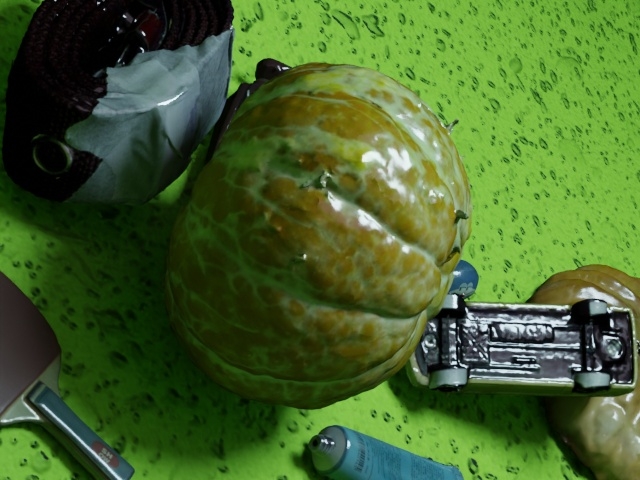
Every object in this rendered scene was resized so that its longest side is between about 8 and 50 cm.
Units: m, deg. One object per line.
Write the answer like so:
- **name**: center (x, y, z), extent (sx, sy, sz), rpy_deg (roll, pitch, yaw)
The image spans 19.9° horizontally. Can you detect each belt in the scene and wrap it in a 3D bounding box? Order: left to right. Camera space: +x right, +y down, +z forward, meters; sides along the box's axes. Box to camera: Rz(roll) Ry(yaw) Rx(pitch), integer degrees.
- **belt**: center (-0.191, -0.141, 1.713), extent (0.184, 0.164, 0.289), rpy_deg (23, 38, 5)

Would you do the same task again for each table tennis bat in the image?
- **table tennis bat**: center (-0.261, 0.110, 1.533), extent (0.274, 0.021, 0.154), rpy_deg (46, 36, -6)

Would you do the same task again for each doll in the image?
- **doll**: center (0.130, 0.054, 1.967), extent (0.076, 0.083, 0.050), rpy_deg (-3, 57, -46)

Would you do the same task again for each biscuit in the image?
- **biscuit**: center (0.375, 0.163, 2.135), extent (0.326, 0.107, 0.325), rpy_deg (27, 40, -26)

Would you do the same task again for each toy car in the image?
- **toy car**: center (0.204, 0.118, 1.941), extent (0.257, 0.124, 0.101), rpy_deg (3, 76, -14)

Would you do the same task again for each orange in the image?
- **orange**: center (0.000, 0.000, 1.660), extent (0.249, 0.329, 0.329), rpy_deg (21, 37, 7)

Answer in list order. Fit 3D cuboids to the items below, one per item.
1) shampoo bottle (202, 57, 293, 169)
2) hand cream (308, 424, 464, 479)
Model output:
- **shampoo bottle**: center (-0.073, -0.111, 1.892), extent (0.068, 0.067, 0.236), rpy_deg (31, 40, -14)
- **hand cream**: center (0.070, 0.229, 1.790), extent (0.224, 0.048, 0.083), rpy_deg (28, 42, -39)
